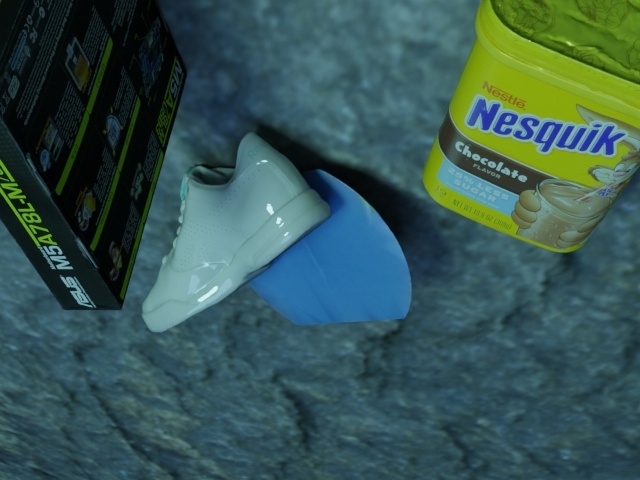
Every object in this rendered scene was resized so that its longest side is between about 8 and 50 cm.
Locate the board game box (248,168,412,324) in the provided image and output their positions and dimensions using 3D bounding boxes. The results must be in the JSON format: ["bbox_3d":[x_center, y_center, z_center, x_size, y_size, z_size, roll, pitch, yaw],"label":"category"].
[{"bbox_3d":[0.000,0.000,0.843,0.168,0.033,0.133,-8,120,42],"label":"board game box"}]

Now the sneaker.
[{"bbox_3d":[-0.080,-0.007,0.829,0.094,0.080,0.212,54,132,1],"label":"sneaker"}]

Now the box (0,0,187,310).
[{"bbox_3d":[-0.136,-0.088,0.624,0.045,0.191,0.184,1,146,12],"label":"box"}]

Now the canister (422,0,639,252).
[{"bbox_3d":[0.136,-0.073,0.656,0.126,0.073,0.170,22,148,4],"label":"canister"}]
